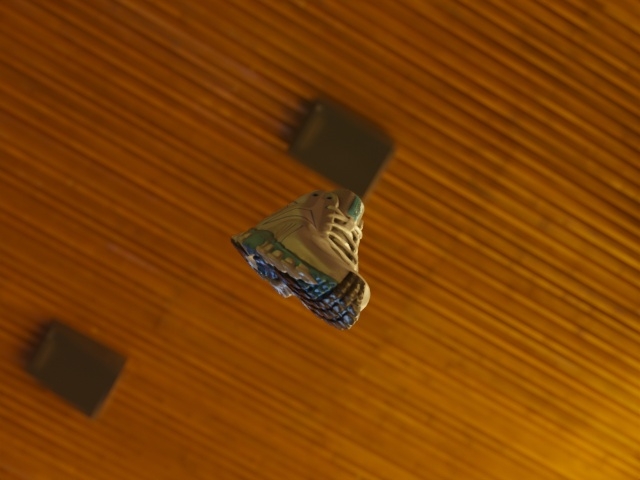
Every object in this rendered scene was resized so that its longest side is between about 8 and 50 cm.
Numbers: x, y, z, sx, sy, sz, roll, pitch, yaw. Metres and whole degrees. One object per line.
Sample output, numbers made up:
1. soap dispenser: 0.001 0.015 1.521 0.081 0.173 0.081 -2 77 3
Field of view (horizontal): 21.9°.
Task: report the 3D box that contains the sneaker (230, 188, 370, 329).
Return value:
1. sneaker: 0.000 0.000 1.106 0.083 0.071 0.191 -43 -159 -6
